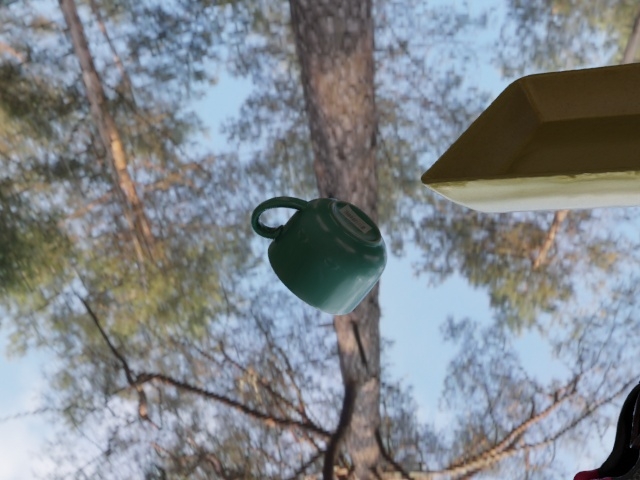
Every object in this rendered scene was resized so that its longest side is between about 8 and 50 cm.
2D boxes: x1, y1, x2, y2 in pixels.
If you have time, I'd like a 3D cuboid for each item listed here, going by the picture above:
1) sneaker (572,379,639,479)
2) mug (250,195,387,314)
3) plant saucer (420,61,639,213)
[{"bbox_3d":[0.321,0.122,0.990,0.112,0.121,0.299,31,-95,-1],"label":"sneaker"},{"bbox_3d":[0.006,0.007,1.448,0.097,0.157,0.129,-51,-141,25],"label":"mug"},{"bbox_3d":[0.348,-0.128,1.569,0.332,0.081,0.333,-1,-150,37],"label":"plant saucer"}]
